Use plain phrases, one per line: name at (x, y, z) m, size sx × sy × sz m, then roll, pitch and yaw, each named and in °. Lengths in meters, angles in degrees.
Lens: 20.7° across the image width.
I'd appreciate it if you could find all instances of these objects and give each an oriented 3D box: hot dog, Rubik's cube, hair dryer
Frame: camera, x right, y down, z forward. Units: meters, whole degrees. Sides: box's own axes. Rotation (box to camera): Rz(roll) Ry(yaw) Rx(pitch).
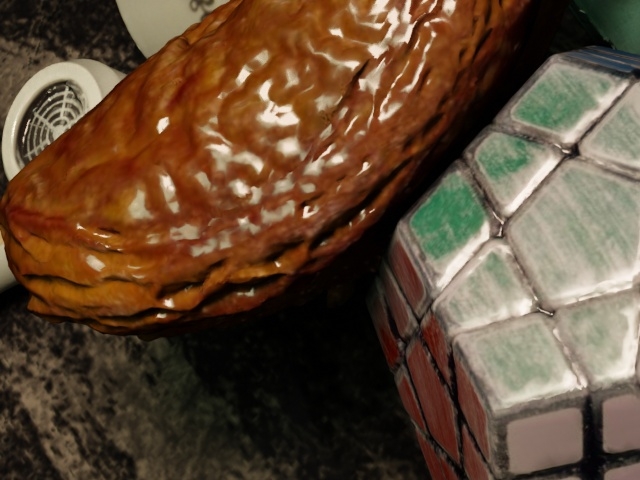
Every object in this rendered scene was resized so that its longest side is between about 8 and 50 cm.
hot dog at (0.001, -0.072, 0.982) m, size 0.387 × 0.267 × 0.174 m, roll -40°, pitch 86°, yaw 12°
Rubik's cube at (0.180, 0.043, 0.943) m, size 0.319 × 0.319 × 0.264 m, roll 20°, pitch 105°, yaw 30°
hair dryer at (-0.219, 0.001, 1.232) m, size 0.357 × 0.173 × 0.107 m, roll -27°, pitch 60°, yaw 29°

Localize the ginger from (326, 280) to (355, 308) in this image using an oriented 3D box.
ginger at (-0.001, 0.001, 1.187) m, size 0.048 × 0.030 × 0.097 m, roll 1°, pitch 71°, yaw -4°

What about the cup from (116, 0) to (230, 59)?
cup at (-0.001, -0.164, 1.185) m, size 0.234 × 0.186 × 0.258 m, roll -19°, pitch 91°, yaw 27°

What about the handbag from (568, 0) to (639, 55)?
handbag at (0.259, -0.230, 1.095) m, size 0.274 × 0.100 × 0.269 m, roll -39°, pitch 58°, yaw 16°
